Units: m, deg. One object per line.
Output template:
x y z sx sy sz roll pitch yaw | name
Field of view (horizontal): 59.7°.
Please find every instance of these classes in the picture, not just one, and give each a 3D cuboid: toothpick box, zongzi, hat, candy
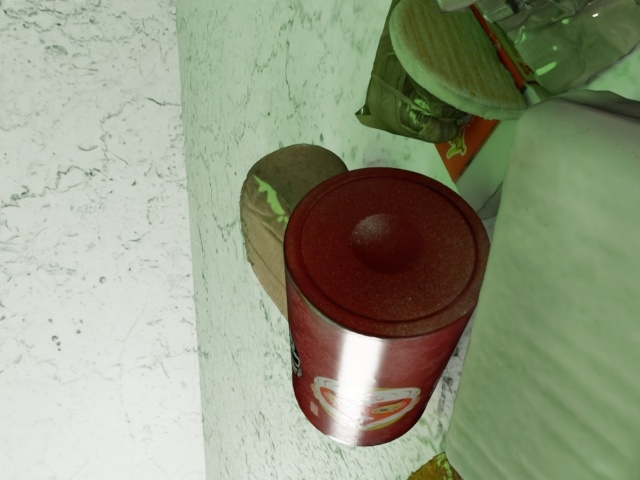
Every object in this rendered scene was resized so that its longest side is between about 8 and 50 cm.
0.061 0.098 0.664 0.333 0.204 0.204 93 161 -55 | toothpick box
0.117 -0.207 0.648 0.160 0.078 0.176 35 117 55 | zongzi
0.164 -0.241 0.466 0.149 0.214 0.244 -32 64 37 | hat
0.226 0.081 0.438 0.208 0.145 0.358 -132 42 -56 | candy

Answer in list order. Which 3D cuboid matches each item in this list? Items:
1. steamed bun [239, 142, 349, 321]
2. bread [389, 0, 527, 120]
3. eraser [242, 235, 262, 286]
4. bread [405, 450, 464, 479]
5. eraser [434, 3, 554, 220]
0.000 0.000 0.919 0.251 0.199 0.301 54 154 23 | steamed bun
0.124 -0.192 0.574 0.036 0.112 0.193 115 145 -53 | bread
-0.103 0.002 1.273 0.270 0.095 0.174 149 115 -64 | eraser
0.159 0.306 0.697 0.187 0.103 0.065 112 146 -44 | bread
0.179 -0.161 0.640 0.157 0.038 0.230 117 142 -50 | eraser
